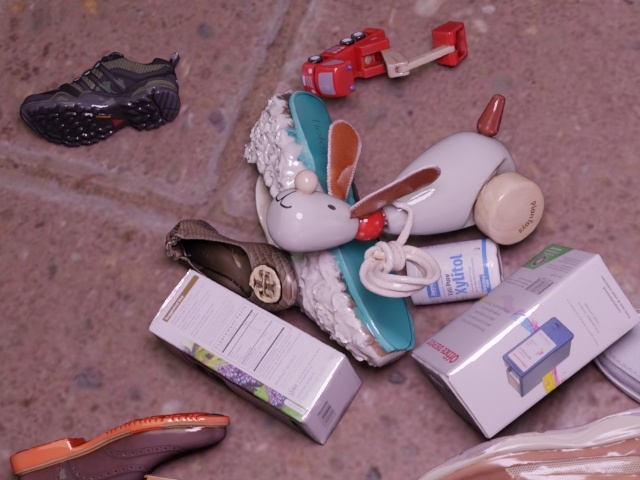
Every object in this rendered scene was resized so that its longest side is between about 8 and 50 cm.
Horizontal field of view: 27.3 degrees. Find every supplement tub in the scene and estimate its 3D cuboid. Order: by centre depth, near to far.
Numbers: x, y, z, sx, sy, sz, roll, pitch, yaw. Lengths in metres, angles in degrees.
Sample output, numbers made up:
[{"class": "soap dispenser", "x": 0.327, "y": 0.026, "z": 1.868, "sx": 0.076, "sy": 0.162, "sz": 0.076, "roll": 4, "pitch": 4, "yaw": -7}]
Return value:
[{"class": "supplement tub", "x": 0.160, "y": 0.037, "z": 1.560, "sx": 0.107, "sy": 0.071, "sz": 0.071, "roll": -9, "pitch": 62, "yaw": 12}]

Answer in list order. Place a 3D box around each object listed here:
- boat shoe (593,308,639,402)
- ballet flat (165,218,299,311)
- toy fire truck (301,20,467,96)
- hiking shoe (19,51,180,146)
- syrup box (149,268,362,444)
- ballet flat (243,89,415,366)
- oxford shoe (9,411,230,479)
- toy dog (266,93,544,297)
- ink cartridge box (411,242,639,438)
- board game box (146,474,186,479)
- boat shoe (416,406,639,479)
[{"class": "boat shoe", "x": 0.440, "y": 0.147, "z": 1.403, "sx": 0.320, "sy": 0.103, "sz": 0.118, "roll": 26, "pitch": 73, "yaw": 26}, {"class": "ballet flat", "x": -0.114, "y": 0.028, "z": 1.601, "sx": 0.250, "sy": 0.058, "sz": 0.084, "roll": 26, "pitch": 115, "yaw": 47}, {"class": "toy fire truck", "x": 0.084, "y": -0.232, "z": 1.697, "sx": 0.135, "sy": 0.047, "sz": 0.192, "roll": 15, "pitch": 37, "yaw": 40}, {"class": "hiking shoe", "x": -0.300, "y": -0.201, "z": 1.820, "sx": 0.226, "sy": 0.086, "sz": 0.114, "roll": -6, "pitch": 49, "yaw": 7}, {"class": "syrup box", "x": -0.078, "y": 0.136, "z": 1.564, "sx": 0.237, "sy": 0.093, "sz": 0.096, "roll": 27, "pitch": 74, "yaw": 26}, {"class": "ballet flat", "x": 0.000, "y": 0.000, "z": 1.611, "sx": 0.147, "sy": 0.147, "sz": 0.409, "roll": -21, "pitch": 57, "yaw": 5}, {"class": "oxford shoe", "x": -0.228, "y": 0.266, "z": 1.556, "sx": 0.271, "sy": 0.097, "sz": 0.098, "roll": -16, "pitch": 80, "yaw": 12}, {"class": "toy dog", "x": 0.109, "y": -0.078, "z": 1.492, "sx": 0.220, "sy": 0.161, "sz": 0.333, "roll": 22, "pitch": 29, "yaw": 34}, {"class": "ink cartridge box", "x": 0.220, "y": 0.105, "z": 1.451, "sx": 0.212, "sy": 0.154, "sz": 0.093, "roll": -36, "pitch": 100, "yaw": -6}, {"class": "board game box", "x": -0.087, "y": 0.352, "z": 1.436, "sx": 0.243, "sy": 0.042, "sz": 0.165, "roll": 8, "pitch": 52, "yaw": 5}, {"class": "boat shoe", "x": 0.244, "y": 0.267, "z": 1.392, "sx": 0.324, "sy": 0.123, "sz": 0.116, "roll": -17, "pitch": 62, "yaw": 9}]
